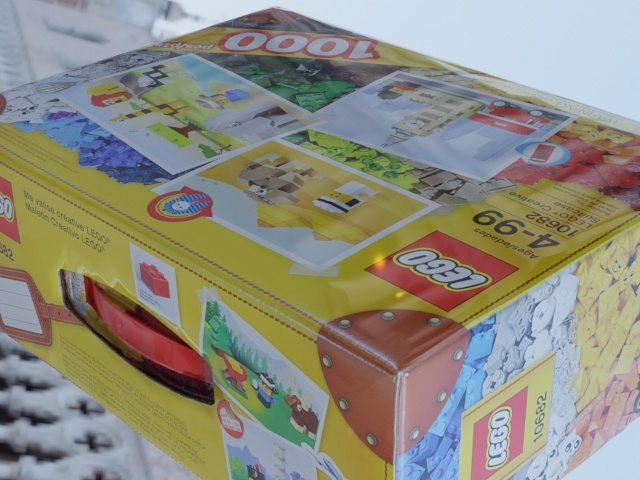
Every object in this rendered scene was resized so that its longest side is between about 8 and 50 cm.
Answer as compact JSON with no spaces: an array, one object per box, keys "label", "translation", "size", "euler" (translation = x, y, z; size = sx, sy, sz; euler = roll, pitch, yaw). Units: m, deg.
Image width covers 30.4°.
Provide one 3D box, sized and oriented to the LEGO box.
[{"label":"LEGO box","translation":[0.000,0.000,0.919],"size":[0.500,0.372,0.193],"euler":[26,-51,39]}]
